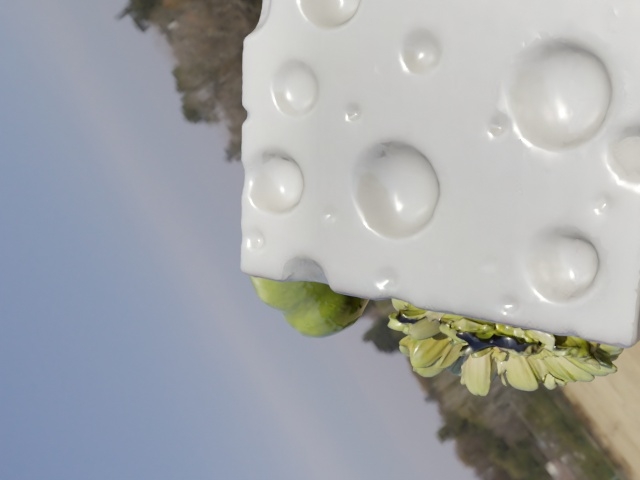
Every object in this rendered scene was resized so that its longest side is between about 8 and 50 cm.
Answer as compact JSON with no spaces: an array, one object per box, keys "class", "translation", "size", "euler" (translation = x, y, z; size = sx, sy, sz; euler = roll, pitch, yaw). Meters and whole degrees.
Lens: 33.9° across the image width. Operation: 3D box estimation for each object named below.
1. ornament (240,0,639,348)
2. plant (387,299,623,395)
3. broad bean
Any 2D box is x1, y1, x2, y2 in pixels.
[{"class":"ornament","translation":[0.117,-0.096,0.628],"size":[0.239,0.240,0.240],"euler":[8,-167,32]},{"class":"plant","translation":[0.268,0.094,1.419],"size":[0.306,0.297,0.261],"euler":[25,-175,-11]},{"class":"broad bean","translation":[0.000,0.000,1.445],"size":[0.119,0.238,0.291],"euler":[28,123,49]}]
